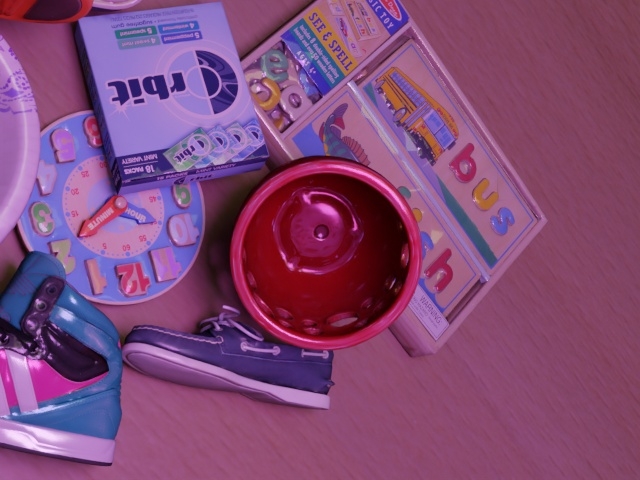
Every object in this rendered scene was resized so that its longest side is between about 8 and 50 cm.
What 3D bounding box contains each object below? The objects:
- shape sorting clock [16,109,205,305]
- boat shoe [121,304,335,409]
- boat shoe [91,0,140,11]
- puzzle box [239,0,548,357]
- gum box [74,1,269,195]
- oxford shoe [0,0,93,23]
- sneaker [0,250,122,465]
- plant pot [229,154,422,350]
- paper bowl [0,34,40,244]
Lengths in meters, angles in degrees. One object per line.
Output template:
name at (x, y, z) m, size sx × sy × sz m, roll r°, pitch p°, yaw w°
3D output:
shape sorting clock at (-0.210, -0.035, 1.140) m, size 0.206 × 0.040 × 0.206 m, roll 7°, pitch 77°, yaw -32°
boat shoe at (-0.088, 0.117, 1.157) m, size 0.254 × 0.095 × 0.079 m, roll 18°, pitch 73°, yaw -31°
boat shoe at (-0.331, -0.295, 1.096) m, size 0.335 × 0.095 × 0.112 m, roll 10°, pitch 100°, yaw -27°
puzzle box at (0.085, -0.100, 1.341) m, size 0.272 × 0.052 × 0.409 m, roll -46°, pitch 105°, yaw -32°
gum box at (-0.154, -0.150, 1.156) m, size 0.157 × 0.041 × 0.184 m, roll -12°, pitch 74°, yaw -22°
oxford shoe at (-0.374, -0.295, 0.973) m, size 0.363 × 0.130 × 0.133 m, roll 12°, pitch 71°, yaw -23°
sneaker at (-0.299, 0.089, 1.004) m, size 0.295 × 0.123 × 0.178 m, roll 22°, pitch 74°, yaw -36°
plant pot at (0.000, 0.000, 1.165) m, size 0.191 × 0.174 × 0.191 m, roll -1°, pitch 102°, yaw -5°
paper bowl at (-0.397, -0.082, 0.959) m, size 0.284 × 0.148 × 0.284 m, roll 8°, pitch 74°, yaw -31°
